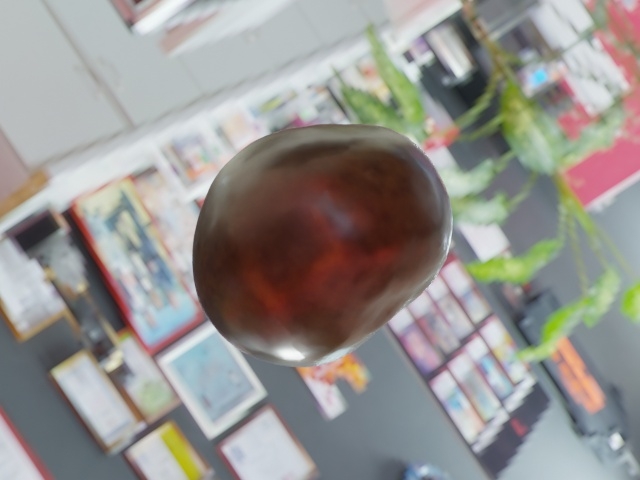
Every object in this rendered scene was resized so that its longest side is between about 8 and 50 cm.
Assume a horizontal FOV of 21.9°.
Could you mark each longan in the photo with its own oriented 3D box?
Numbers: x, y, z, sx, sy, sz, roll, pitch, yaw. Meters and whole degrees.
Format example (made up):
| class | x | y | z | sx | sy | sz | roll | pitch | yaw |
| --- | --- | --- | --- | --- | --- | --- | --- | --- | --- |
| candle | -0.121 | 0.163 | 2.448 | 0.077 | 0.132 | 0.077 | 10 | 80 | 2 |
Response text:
| class | x | y | z | sx | sy | sz | roll | pitch | yaw |
| --- | --- | --- | --- | --- | --- | --- | --- | --- | --- |
| longan | 0.000 | 0.000 | 1.137 | 0.187 | 0.167 | 0.167 | -19 | -176 | 12 |
